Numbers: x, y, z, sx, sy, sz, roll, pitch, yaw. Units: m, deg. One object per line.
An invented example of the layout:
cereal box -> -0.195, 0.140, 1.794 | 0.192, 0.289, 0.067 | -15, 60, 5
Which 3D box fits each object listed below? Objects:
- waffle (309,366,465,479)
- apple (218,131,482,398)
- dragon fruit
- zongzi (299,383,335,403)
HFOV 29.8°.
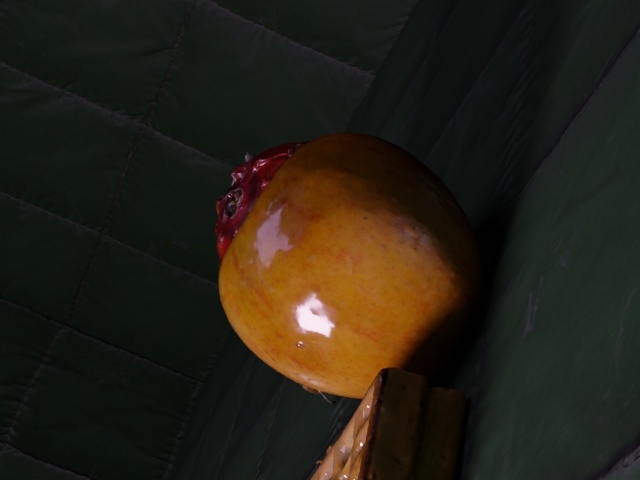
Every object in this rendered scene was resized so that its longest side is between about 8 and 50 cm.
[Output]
waffle -> 0.030, 0.301, 1.215 | 0.224, 0.098, 0.327 | -72, 7, -48
apple -> 0.042, 0.033, 1.360 | 0.299, 0.275, 0.299 | -61, -6, -10
dragon fruit -> 0.000, 0.000, 1.729 | 0.295, 0.302, 0.295 | -39, 36, 37
zongzi -> -0.001, 0.196, 1.893 | 0.184, 0.084, 0.187 | 100, -179, -50
